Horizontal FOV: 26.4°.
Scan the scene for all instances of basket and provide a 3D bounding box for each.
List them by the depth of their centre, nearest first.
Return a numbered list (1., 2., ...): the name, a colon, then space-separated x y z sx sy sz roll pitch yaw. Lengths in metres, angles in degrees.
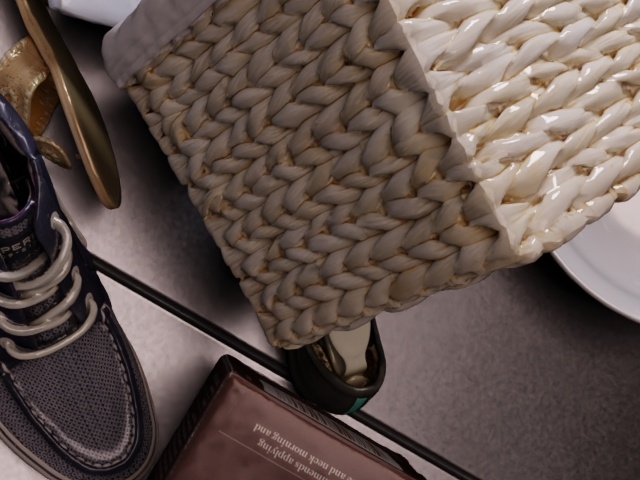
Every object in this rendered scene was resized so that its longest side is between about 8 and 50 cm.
1. basket: 0.091 -0.126 0.916 0.328 0.331 0.266 -28 90 -33

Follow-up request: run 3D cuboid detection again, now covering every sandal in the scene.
1. sandal: -0.224 -0.124 1.035 0.079 0.088 0.240 -19 85 4

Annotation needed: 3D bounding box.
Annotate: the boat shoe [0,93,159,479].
1. boat shoe: -0.214 0.037 0.967 0.127 0.158 0.340 -34 96 -20

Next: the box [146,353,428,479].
1. box: -0.048 0.211 0.976 0.168 0.167 0.203 32 87 -5

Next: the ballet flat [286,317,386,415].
1. ballet flat: 0.000 0.000 1.081 0.095 0.096 0.280 -17 90 -20

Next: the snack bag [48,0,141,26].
1. snack bag: -0.047 -0.289 1.075 0.343 0.037 0.323 7 89 -33

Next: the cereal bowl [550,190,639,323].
1. cereal bowl: 0.337 -0.088 1.153 0.339 0.141 0.338 1 96 12
